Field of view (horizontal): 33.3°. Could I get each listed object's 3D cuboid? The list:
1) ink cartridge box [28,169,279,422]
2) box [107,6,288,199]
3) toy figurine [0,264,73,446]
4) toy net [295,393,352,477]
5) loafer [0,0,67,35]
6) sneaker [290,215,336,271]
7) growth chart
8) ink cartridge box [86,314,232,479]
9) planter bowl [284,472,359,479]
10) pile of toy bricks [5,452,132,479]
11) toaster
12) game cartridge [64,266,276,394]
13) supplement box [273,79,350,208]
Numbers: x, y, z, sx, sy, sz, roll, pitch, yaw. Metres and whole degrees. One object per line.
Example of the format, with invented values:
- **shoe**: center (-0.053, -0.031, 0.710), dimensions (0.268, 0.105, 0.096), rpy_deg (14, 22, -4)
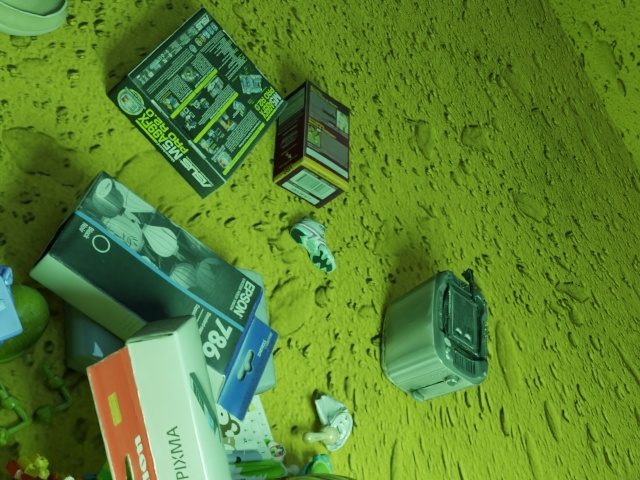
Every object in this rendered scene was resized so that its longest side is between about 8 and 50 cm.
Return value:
- **ink cartridge box**: center (-0.187, 0.071, 1.358), dimensions (0.332, 0.065, 0.165), rpy_deg (38, 43, -17)
- **box**: center (-0.185, -0.221, 1.685), dimensions (0.216, 0.060, 0.270), rpy_deg (48, 38, -14)
- **toy figurine**: center (-0.357, 0.118, 1.102), dimensions (0.362, 0.217, 0.191), rpy_deg (-19, 79, -53)
- **toy net**: center (0.018, 0.311, 1.525), dimensions (0.122, 0.045, 0.232), rpy_deg (58, 28, -23)
- **loafer**: center (-0.450, -0.355, 1.445), dimensions (0.268, 0.092, 0.102), rpy_deg (10, 58, -45)
- **sneaker**: center (0.000, 0.000, 1.753), dimensions (0.098, 0.038, 0.069), rpy_deg (51, 37, -9)
- **growth chart**: center (-0.130, 0.225, 1.453), dimensions (0.172, 0.021, 0.237), rpy_deg (-5, 68, -50)
- **ink cartridge box**: center (-0.155, 0.246, 1.157), dimensions (0.261, 0.066, 0.296), rpy_deg (-55, 133, -84)
- **planter bowl**: center (-0.020, 0.356, 1.305), dimensions (0.217, 0.217, 0.090), rpy_deg (-79, 156, -43)
- **pile of toy bricks**: center (-0.230, 0.275, 1.193), dimensions (0.212, 0.118, 0.105), rpy_deg (36, 80, -32)
- **toaster**: center (0.186, 0.154, 1.764), dimensions (0.129, 0.146, 0.227), rpy_deg (34, 43, -30)
- **game cartridge**: center (-0.191, 0.112, 1.410), dimensions (0.297, 0.062, 0.198), rpy_deg (13, 50, -35)
- **supplement box**: center (-0.013, -0.163, 1.822), dimensions (0.104, 0.080, 0.188), rpy_deg (30, 44, -32)
